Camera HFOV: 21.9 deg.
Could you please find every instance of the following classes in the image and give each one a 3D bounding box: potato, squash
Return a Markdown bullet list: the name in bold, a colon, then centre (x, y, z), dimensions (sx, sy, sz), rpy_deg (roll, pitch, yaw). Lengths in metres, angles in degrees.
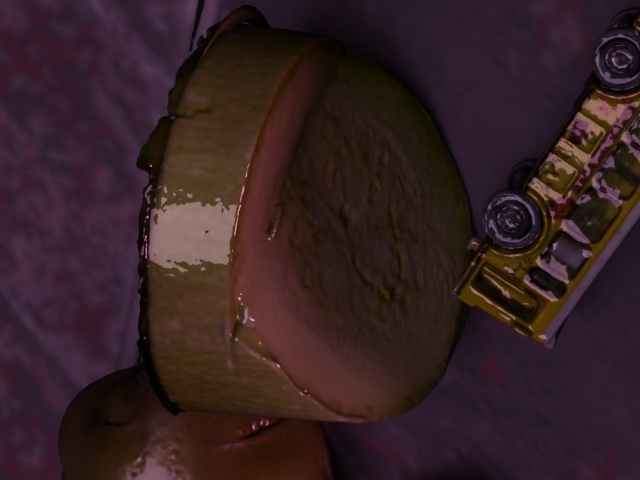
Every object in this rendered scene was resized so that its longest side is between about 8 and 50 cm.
- **potato**: centre (-0.067, 0.158, 0.987), dimensions (0.154, 0.137, 0.200), rpy_deg (-20, 96, 25)
- **squash**: centre (-0.011, -0.009, 0.867), dimensions (0.133, 0.220, 0.220), rpy_deg (8, 109, 23)

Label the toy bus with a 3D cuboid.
- **toy bus**: centre (0.154, -0.054, 0.869), dimensions (0.074, 0.081, 0.226), rpy_deg (34, 112, 4)
